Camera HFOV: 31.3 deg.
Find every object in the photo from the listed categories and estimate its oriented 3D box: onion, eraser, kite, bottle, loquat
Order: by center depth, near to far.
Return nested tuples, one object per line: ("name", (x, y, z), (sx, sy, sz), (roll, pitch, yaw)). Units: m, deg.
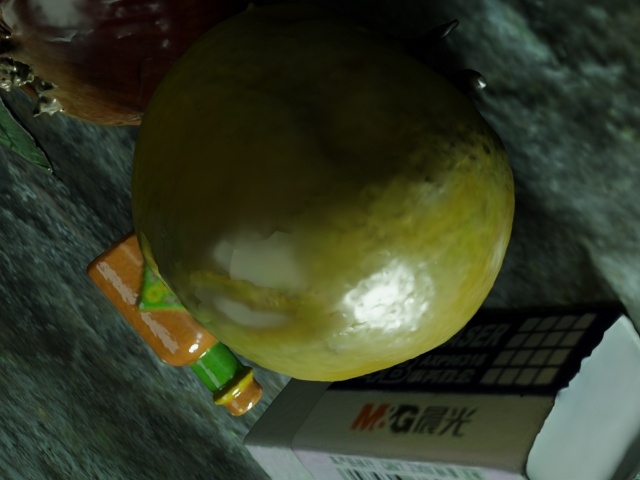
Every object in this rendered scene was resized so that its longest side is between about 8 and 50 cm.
("loquat", (0.004, -0.028, 0.614), (0.213, 0.213, 0.213), (32, 146, 25))
("onion", (-0.160, -0.156, 0.693), (0.230, 0.163, 0.230), (41, 152, 28))
("eraser", (0.076, 0.117, 0.743), (0.287, 0.130, 0.086), (-10, 121, 53))
("bottle", (-0.121, 0.074, 0.998), (0.187, 0.069, 0.069), (49, 149, -6))
("kite", (-0.353, -0.177, 1.052), (0.267, 0.013, 0.323), (-9, 118, 55))

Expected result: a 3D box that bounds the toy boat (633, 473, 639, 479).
("toy boat", (0.133, 0.181, 0.747), (0.215, 0.102, 0.088), (1, 90, 51))
